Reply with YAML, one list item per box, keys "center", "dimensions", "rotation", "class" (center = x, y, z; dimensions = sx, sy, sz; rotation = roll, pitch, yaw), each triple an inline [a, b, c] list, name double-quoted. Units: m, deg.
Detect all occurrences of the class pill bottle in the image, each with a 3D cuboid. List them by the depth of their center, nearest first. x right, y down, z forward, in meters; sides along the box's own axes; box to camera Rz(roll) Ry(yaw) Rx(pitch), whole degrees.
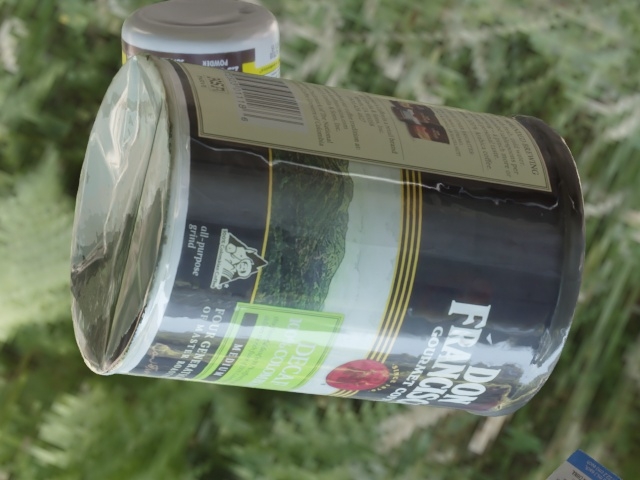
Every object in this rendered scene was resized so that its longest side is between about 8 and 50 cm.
- center: [-0.087, -0.066, 1.454]
  dimensions: [0.117, 0.215, 0.117]
  rotation: [-1, -160, 0]
  class: "pill bottle"

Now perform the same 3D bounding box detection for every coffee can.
- center: [0.000, 0.000, 1.240]
  dimensions: [0.275, 0.201, 0.201]
  rotation: [8, -177, -22]
  class: "coffee can"

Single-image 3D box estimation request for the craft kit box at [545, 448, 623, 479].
- center: [0.226, 0.333, 1.687]
  dimensions: [0.250, 0.246, 0.061]
  rotation: [36, 161, 49]
  class: "craft kit box"
